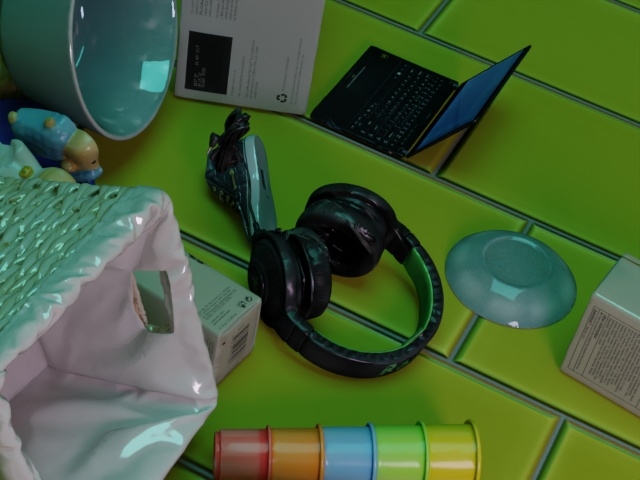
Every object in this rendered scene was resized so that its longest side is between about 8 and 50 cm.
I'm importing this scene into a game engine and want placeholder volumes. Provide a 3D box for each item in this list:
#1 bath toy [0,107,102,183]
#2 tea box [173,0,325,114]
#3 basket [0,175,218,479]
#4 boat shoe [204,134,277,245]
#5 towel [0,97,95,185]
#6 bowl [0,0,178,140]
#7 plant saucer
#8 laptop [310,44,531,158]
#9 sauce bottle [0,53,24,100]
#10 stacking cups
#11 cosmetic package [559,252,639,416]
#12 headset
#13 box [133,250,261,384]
[{"bbox_3d":[-0.423,-0.011,1.706,0.151,0.129,0.348,17,55,30],"label":"bath toy"},{"bbox_3d":[-0.096,-0.432,2.100,0.220,0.329,0.323,8,45,-4],"label":"tea box"},{"bbox_3d":[-0.317,0.137,1.445,0.266,0.328,0.331,12,41,26],"label":"basket"},{"bbox_3d":[-0.116,-0.061,1.919,0.083,0.065,0.183,-16,60,17],"label":"boat shoe"},{"bbox_3d":[-0.486,-0.109,1.878,0.308,0.076,0.227,-5,43,-20],"label":"towel"},{"bbox_3d":[-0.342,-0.302,1.885,0.163,0.311,0.311,6,41,19],"label":"bowl"},{"bbox_3d":[0.277,0.042,1.910,0.195,0.037,0.195,6,45,-6],"label":"plant saucer"},{"bbox_3d":[0.158,-0.251,2.109,0.264,0.136,0.234,25,45,13],"label":"laptop"},{"bbox_3d":[-0.414,-0.289,2.044,0.344,0.111,0.111,-22,53,-30],"label":"sauce bottle"},{"bbox_3d":[0.030,0.253,1.600,0.316,0.096,0.096,4,44,-8],"label":"stacking cups"},{"bbox_3d":[0.488,0.169,1.741,0.309,0.160,0.113,31,47,17],"label":"cosmetic package"},{"bbox_3d":[0.000,0.000,1.778,0.394,0.185,0.243,43,53,12],"label":"headset"},{"bbox_3d":[-0.215,0.066,1.727,0.275,0.113,0.094,32,47,18],"label":"box"}]
